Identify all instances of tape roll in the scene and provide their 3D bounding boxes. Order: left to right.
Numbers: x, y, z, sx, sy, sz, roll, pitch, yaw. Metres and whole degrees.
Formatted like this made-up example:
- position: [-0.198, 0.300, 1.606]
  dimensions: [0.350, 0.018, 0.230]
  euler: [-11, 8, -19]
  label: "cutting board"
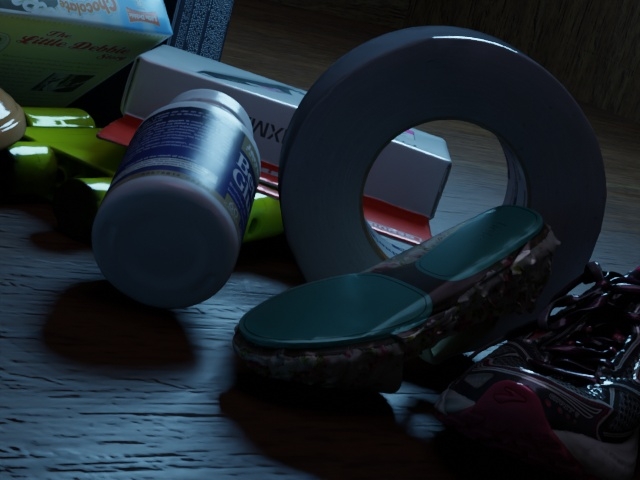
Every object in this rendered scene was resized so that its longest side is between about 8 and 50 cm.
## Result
- position: [0.081, -0.035, 0.965]
  dimensions: [0.219, 0.219, 0.072]
  euler: [14, 13, -8]
  label: "tape roll"

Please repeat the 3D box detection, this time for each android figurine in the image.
- position: [-0.139, -0.050, 1.129]
  dimensions: [0.248, 0.056, 0.273]
  euler: [24, 17, 29]
  label: "android figurine"

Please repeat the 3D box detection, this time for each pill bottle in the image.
- position: [-0.090, -0.037, 0.946]
  dimensions: [0.094, 0.094, 0.169]
  euler: [16, 31, -3]
  label: "pill bottle"

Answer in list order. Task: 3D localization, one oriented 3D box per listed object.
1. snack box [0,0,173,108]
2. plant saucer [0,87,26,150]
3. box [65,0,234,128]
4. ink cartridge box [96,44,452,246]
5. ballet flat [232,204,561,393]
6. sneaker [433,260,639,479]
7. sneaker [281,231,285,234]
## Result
- position: [-0.299, -0.168, 1.173]
  dimensions: [0.187, 0.060, 0.322]
  euler: [-27, -14, 34]
  label: "snack box"
- position: [-0.317, -0.095, 1.029]
  dimensions: [0.199, 0.037, 0.200]
  euler: [2, 19, -1]
  label: "plant saucer"
- position: [-0.264, -0.273, 1.545]
  dimensions: [0.293, 0.212, 0.395]
  euler: [16, 12, 1]
  label: "box"
- position: [-0.028, -0.084, 1.150]
  dimensions: [0.275, 0.060, 0.239]
  euler: [19, 11, -2]
  label: "ink cartridge box"
- position: [0.056, 0.050, 0.865]
  dimensions: [0.241, 0.077, 0.091]
  euler: [-21, 33, -29]
  label: "ballet flat"
- position: [0.165, 0.071, 0.870]
  dimensions: [0.120, 0.112, 0.299]
  euler: [22, 15, 24]
  label: "sneaker"
- position: [0.000, 0.000, 1.134]
  dimensions: [0.069, 0.038, 0.098]
  euler: [15, 4, 2]
  label: "sneaker"
